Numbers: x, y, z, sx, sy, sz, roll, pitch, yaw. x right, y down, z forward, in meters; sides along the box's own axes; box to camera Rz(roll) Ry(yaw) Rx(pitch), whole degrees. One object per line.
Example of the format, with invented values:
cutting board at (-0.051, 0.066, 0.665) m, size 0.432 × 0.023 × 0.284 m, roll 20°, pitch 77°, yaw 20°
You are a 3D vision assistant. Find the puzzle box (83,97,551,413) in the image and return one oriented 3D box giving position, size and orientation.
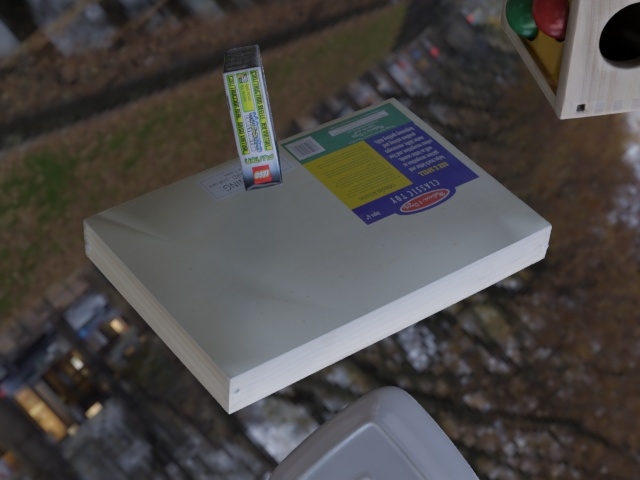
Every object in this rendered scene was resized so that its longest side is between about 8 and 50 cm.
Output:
puzzle box at (0.000, 0.000, 1.625) m, size 0.409 × 0.272 × 0.052 m, roll -23°, pitch 138°, yaw -28°

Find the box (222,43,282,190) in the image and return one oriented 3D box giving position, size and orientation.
box at (-0.067, -0.124, 1.539) m, size 0.036 × 0.114 × 0.207 m, roll -11°, pitch -167°, yaw 0°

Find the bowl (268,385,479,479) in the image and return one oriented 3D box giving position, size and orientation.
bowl at (0.037, 0.192, 1.155) m, size 0.142 × 0.142 × 0.053 m, roll -40°, pitch 165°, yaw 7°

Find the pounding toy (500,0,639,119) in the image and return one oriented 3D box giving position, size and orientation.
pounding toy at (0.189, -0.185, 1.027) m, size 0.094 × 0.181 × 0.206 m, roll -7°, pitch 130°, yaw -12°
